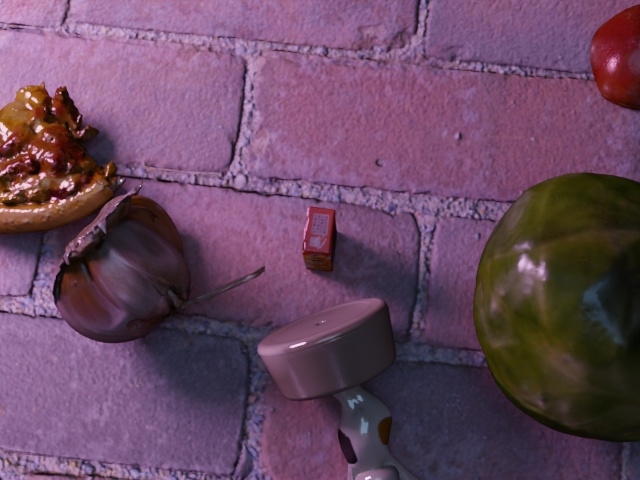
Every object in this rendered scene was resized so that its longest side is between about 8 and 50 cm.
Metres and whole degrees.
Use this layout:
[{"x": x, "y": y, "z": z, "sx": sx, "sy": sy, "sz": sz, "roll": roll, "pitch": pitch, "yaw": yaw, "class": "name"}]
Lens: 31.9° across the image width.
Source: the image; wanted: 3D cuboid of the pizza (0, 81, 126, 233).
[{"x": -0.406, "y": -0.120, "z": 1.526, "sx": 0.289, "sy": 0.081, "sz": 0.229, "roll": 2, "pitch": 67, "yaw": 12, "class": "pizza"}]

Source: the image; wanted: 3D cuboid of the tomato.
[{"x": 0.453, "y": -0.263, "z": 1.550, "sx": 0.155, "sy": 0.069, "sz": 0.156, "roll": 0, "pitch": 76, "yaw": 1, "class": "tomato"}]

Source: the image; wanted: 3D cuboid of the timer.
[{"x": 0.045, "y": 0.226, "z": 1.432, "sx": 0.175, "sy": 0.175, "sz": 0.266, "roll": -20, "pitch": 96, "yaw": -3, "class": "timer"}]

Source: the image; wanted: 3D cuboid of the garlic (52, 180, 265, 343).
[{"x": -0.216, "y": 0.017, "z": 1.428, "sx": 0.256, "sy": 0.207, "sz": 0.207, "roll": -8, "pitch": 77, "yaw": 16, "class": "garlic"}]

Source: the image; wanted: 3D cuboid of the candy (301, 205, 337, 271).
[{"x": 0.000, "y": 0.000, "z": 1.476, "sx": 0.038, "sy": 0.122, "sz": 0.062, "roll": 6, "pitch": 77, "yaw": 4, "class": "candy"}]

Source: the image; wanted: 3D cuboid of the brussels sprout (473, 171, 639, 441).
[{"x": 0.351, "y": 0.098, "z": 1.371, "sx": 0.354, "sy": 0.281, "sz": 0.289, "roll": 31, "pitch": 48, "yaw": -11, "class": "brussels sprout"}]
